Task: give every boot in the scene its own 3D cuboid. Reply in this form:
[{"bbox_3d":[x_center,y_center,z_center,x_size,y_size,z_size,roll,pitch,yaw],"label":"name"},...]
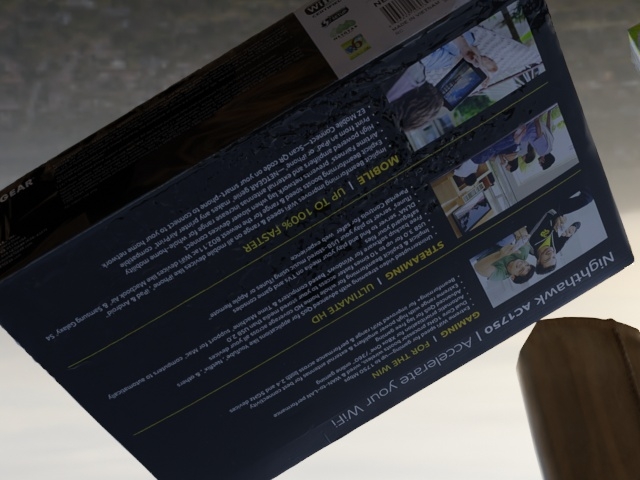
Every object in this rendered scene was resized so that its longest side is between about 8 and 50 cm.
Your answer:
[{"bbox_3d":[0.144,0.169,0.621,0.089,0.270,0.236,-22,152,27],"label":"boot"}]

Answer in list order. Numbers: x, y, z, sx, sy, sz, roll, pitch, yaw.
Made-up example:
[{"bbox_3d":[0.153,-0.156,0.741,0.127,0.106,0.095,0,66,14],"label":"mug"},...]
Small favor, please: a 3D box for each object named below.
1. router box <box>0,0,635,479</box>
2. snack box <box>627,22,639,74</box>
[{"bbox_3d":[0.000,0.000,0.374,0.179,0.133,0.046,-30,-138,2],"label":"router box"},{"bbox_3d":[0.347,-0.101,0.845,0.174,0.207,0.070,-29,161,9],"label":"snack box"}]
